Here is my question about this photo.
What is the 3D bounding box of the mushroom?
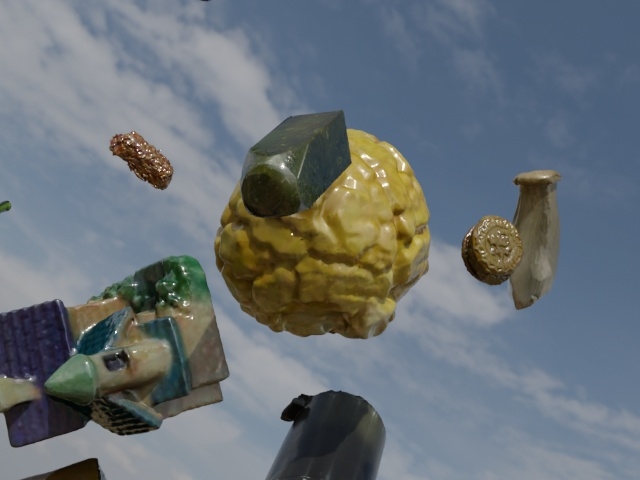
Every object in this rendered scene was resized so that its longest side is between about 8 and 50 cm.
[{"bbox_3d":[0.373,-0.003,1.411,0.108,0.247,0.096,5,4,-26],"label":"mushroom"}]

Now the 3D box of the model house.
[{"bbox_3d":[-0.335,0.173,1.187,0.312,0.280,0.245,-21,-100,50],"label":"model house"}]

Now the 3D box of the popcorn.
[{"bbox_3d":[0.012,-0.016,1.390,0.344,0.390,0.354,26,-6,29],"label":"popcorn"}]

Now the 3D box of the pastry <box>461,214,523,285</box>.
[{"bbox_3d":[0.269,0.016,1.260,0.057,0.097,0.109,-25,-96,62],"label":"pastry"}]

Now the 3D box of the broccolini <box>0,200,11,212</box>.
[{"bbox_3d":[-0.474,-0.025,1.089,0.035,0.140,0.030,5,-65,15],"label":"broccolini"}]

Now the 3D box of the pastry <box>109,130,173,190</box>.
[{"bbox_3d":[-0.404,-0.192,1.845,0.169,0.087,0.063,42,-60,-14],"label":"pastry"}]

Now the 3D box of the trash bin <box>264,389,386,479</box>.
[{"bbox_3d":[0.007,0.448,1.509,0.252,0.301,0.203,37,-63,-4],"label":"trash bin"}]

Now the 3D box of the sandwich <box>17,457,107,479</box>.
[{"bbox_3d":[-0.388,0.452,1.161,0.220,0.186,0.108,-117,-166,-46],"label":"sandwich"}]

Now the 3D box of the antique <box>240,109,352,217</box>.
[{"bbox_3d":[-0.030,-0.099,1.017,0.081,0.221,0.080,-5,-70,20],"label":"antique"}]
